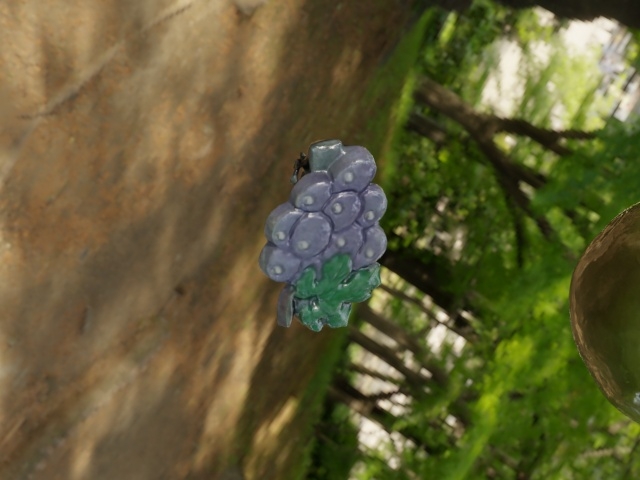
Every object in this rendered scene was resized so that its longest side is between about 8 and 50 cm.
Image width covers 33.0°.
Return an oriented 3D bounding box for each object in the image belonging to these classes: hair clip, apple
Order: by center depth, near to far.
[{"bbox_3d":[0.000,-0.001,0.964,0.124,0.052,0.196,-14,122,-16],"label":"hair clip"},{"bbox_3d":[0.434,0.086,1.257,0.254,0.292,0.292,-28,148,-61],"label":"apple"}]
